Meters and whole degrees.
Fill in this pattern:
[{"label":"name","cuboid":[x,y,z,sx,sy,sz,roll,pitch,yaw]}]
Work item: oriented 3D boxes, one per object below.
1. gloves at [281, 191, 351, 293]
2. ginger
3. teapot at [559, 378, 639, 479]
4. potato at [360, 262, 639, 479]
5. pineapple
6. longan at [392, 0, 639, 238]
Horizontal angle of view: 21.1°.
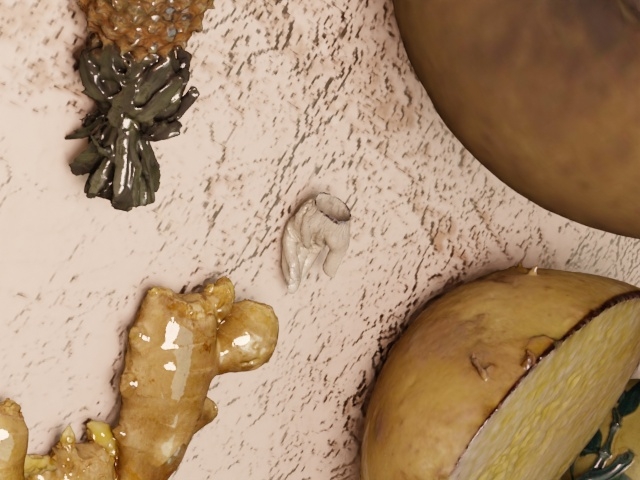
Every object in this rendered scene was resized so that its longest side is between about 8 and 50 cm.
[{"label":"gloves","cuboid":[0.000,-0.001,1.028,0.044,0.037,0.081,24,117,-16]},{"label":"ginger","cuboid":[-0.117,0.108,0.971,0.193,0.052,0.176,-2,116,-38]},{"label":"teapot","cuboid":[0.240,0.205,1.358,0.183,0.173,0.269,-28,175,18]},{"label":"potato","cuboid":[0.108,0.114,1.169,0.299,0.116,0.239,-20,136,-52]},{"label":"pineapple","cuboid":[-0.092,-0.089,0.849,0.074,0.074,0.159,-18,132,-40]},{"label":"longan","cuboid":[0.193,-0.145,0.916,0.319,0.319,0.319,-27,133,-33]}]
